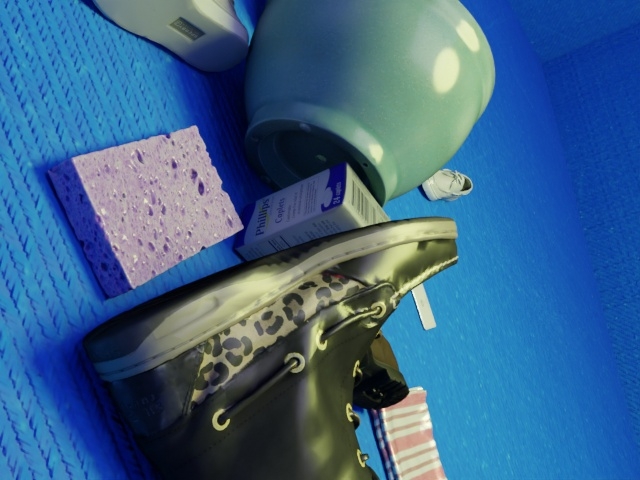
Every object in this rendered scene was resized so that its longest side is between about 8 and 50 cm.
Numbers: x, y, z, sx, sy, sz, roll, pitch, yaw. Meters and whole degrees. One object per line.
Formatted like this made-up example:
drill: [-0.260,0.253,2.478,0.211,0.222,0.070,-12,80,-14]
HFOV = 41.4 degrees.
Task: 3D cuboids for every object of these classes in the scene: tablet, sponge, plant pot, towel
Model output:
tablet: [0.161,0.099,1.337,0.054,0.006,0.083,-1,72,-64]
sponge: [-0.149,-0.034,0.768,0.117,0.031,0.210,66,24,-6]
plant pot: [0.030,-0.148,0.977,0.293,0.293,0.196,49,55,-37]
towel: [0.125,0.289,1.081,0.144,0.029,0.197,6,66,-62]

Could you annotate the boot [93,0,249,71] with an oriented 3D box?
boot: [-0.166,-0.277,0.876,0.258,0.095,0.123,33,36,-65]

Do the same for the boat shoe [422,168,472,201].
boat shoe: [0.240,-0.107,1.595,0.184,0.063,0.066,16,56,-61]

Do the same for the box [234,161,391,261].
box: [0.000,0.000,0.920,0.126,0.137,0.072,50,29,-36]

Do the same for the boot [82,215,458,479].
boot: [0.010,0.143,0.735,0.377,0.138,0.284,-20,92,-42]

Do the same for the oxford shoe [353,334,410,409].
oxford shoe: [0.022,0.115,0.963,0.227,0.083,0.096,49,21,-52]
